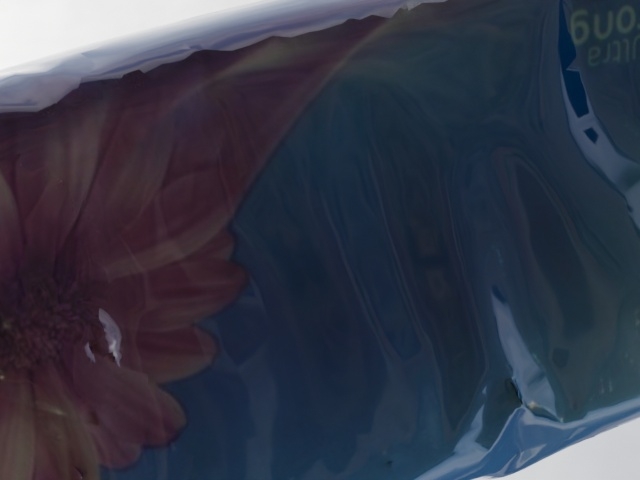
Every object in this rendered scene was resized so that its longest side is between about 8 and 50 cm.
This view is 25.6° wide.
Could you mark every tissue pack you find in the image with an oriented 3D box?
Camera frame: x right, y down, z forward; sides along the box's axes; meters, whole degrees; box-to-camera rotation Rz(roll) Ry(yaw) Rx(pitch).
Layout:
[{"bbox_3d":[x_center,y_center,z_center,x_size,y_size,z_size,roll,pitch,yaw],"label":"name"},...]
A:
[{"bbox_3d":[0.000,0.000,0.432,0.263,0.198,0.146,-19,-82,-22],"label":"tissue pack"}]
